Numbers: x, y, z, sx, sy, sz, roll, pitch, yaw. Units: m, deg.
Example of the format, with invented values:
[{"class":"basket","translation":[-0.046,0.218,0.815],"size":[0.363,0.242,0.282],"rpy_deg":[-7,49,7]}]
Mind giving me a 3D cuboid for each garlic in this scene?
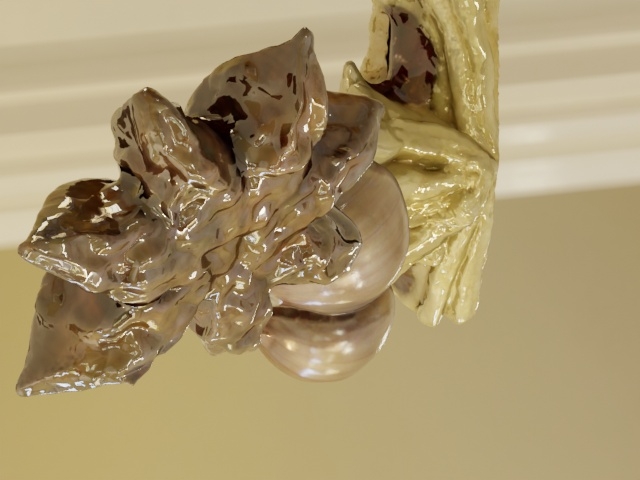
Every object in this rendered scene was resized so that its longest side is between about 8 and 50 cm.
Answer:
[{"class":"garlic","translation":[0.000,0.000,1.586],"size":[0.214,0.191,0.160],"rpy_deg":[51,145,-2]}]

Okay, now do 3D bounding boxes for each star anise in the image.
[{"class":"star anise","translation":[-0.083,-0.002,1.265],"size":[0.108,0.315,0.315],"rpy_deg":[38,151,28]}]

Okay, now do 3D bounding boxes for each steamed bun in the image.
[{"class":"steamed bun","translation":[0.080,-0.072,1.837],"size":[0.247,0.189,0.428],"rpy_deg":[-111,19,-52]}]
